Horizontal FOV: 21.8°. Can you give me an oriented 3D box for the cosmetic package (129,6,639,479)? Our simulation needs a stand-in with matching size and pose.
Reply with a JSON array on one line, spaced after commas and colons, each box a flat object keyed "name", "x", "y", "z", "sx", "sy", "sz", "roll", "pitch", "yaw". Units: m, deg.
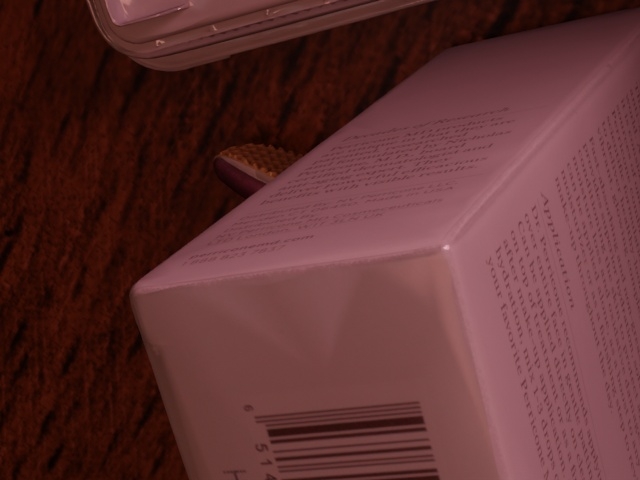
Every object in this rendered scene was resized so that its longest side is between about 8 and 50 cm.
[{"name": "cosmetic package", "x": 0.094, "y": 0.039, "z": 0.902, "sx": 0.161, "sy": 0.453, "sz": 0.230, "roll": -8, "pitch": 105, "yaw": 26}]

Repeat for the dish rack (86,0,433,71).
[{"name": "dish rack", "x": -0.050, "y": -0.265, "z": 1.074, "sx": 0.332, "sy": 0.072, "sz": 0.286, "roll": -12, "pitch": 103, "yaw": 26}]

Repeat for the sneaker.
[{"name": "sneaker", "x": 0.000, "y": 0.000, "z": 1.150, "sx": 0.185, "sy": 0.069, "sz": 0.084, "roll": 27, "pitch": 112, "yaw": 13}]
